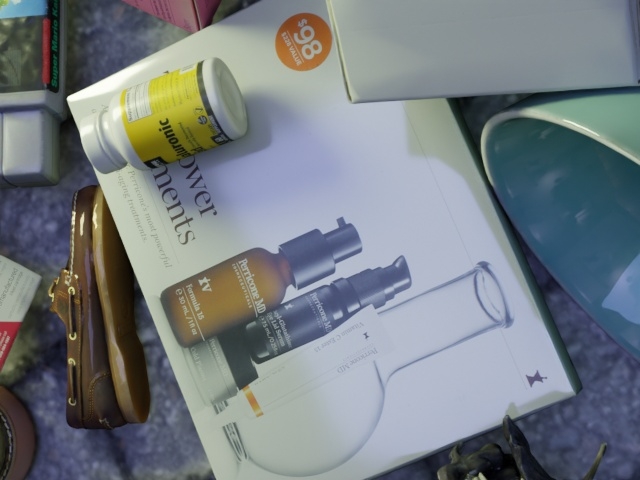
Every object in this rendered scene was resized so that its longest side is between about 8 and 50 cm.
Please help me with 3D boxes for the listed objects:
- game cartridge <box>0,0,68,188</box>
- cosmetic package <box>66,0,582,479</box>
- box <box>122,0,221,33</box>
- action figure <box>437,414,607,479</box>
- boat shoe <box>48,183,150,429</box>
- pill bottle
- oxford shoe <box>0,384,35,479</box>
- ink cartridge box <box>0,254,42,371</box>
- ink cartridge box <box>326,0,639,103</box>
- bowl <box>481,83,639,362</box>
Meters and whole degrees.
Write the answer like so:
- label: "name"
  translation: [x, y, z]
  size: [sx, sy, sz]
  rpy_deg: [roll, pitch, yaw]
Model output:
- label: "game cartridge"
  translation: [-0.328, -0.216, 1.103]
  size: [0.230, 0.068, 0.355]
  rpy_deg: [-4, 79, 11]
- label: "cosmetic package"
  translation: [0.000, 0.000, 1.028]
  size: [0.284, 0.097, 0.377]
  rpy_deg: [-25, 82, 10]
- label: "box"
  translation: [-0.158, -0.318, 1.023]
  size: [0.243, 0.117, 0.213]
  rpy_deg: [25, 80, 5]
- label: "action figure"
  translation: [0.085, 0.230, 0.927]
  size: [0.276, 0.141, 0.164]
  rpy_deg: [-17, 119, 8]
- label: "boat shoe"
  translation: [-0.193, 0.056, 1.086]
  size: [0.073, 0.073, 0.207]
  rpy_deg: [-6, 86, 13]
- label: "pill bottle"
  translation: [-0.119, -0.090, 0.981]
  size: [0.116, 0.065, 0.065]
  rpy_deg: [-18, 84, 15]
- label: "oxford shoe"
  translation: [-0.449, 0.134, 1.112]
  size: [0.397, 0.146, 0.140]
  rpy_deg: [9, 90, 15]
- label: "ink cartridge box"
  translation: [-0.323, 0.048, 1.068]
  size: [0.150, 0.109, 0.063]
  rpy_deg: [29, 137, -16]
- label: "ink cartridge box"
  translation: [0.137, -0.200, 0.887]
  size: [0.197, 0.273, 0.114]
  rpy_deg: [-1, 118, 22]
- label: "bowl"
  translation: [0.276, -0.022, 0.874]
  size: [0.163, 0.311, 0.311]
  rpy_deg: [-43, 78, -10]
